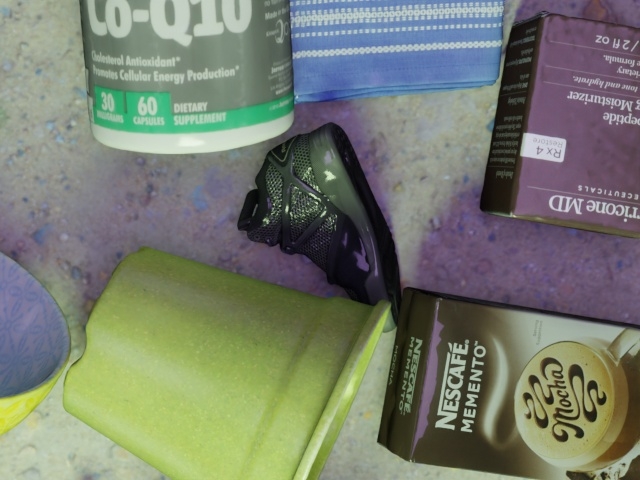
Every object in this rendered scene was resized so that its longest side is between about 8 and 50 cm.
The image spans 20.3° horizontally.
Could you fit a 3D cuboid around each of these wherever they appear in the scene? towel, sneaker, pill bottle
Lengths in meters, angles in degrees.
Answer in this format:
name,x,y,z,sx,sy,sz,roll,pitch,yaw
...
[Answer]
name,x,y,z,sx,sy,sz,roll,pitch,yaw
towel,0.075,-0.303,1.763,0.243,0.040,0.336,-5,113,-15
sneaker,0.000,0.000,1.816,0.130,0.087,0.227,-18,113,19
pill bottle,-0.132,-0.277,1.691,0.204,0.204,0.361,-5,106,-5

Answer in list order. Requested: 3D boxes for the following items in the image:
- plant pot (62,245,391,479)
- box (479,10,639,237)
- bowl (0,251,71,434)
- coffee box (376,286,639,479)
name,x,y,z,sx,sy,sz,roll,pitch,yaw
plant pot,-0.101,0.135,1.735,0.254,0.276,0.276,24,90,5
box,0.269,-0.112,1.790,0.168,0.167,0.203,9,91,-6
bowl,-0.398,0.117,1.693,0.289,0.289,0.156,24,115,-6
coffee box,0.222,0.154,1.799,0.297,0.119,0.168,9,91,-15
